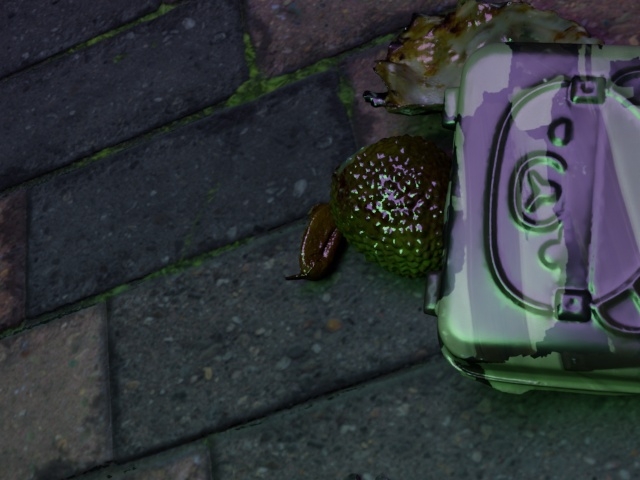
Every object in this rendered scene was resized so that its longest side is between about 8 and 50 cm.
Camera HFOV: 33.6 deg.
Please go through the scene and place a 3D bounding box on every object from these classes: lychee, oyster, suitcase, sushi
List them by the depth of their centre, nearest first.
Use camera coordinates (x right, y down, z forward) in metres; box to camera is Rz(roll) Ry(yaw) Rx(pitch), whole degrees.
[{"bbox_3d":[0.287,-0.016,1.045,0.339,0.194,0.352,3,77,15],"label":"suitcase"},{"bbox_3d":[0.095,-0.034,1.199,0.171,0.171,0.171,-12,54,18],"label":"lychee"},{"bbox_3d":[0.000,0.000,1.277,0.052,0.055,0.120,22,71,-14],"label":"sushi"},{"bbox_3d":[0.233,-0.208,1.285,0.360,0.096,0.221,8,58,29],"label":"oyster"}]

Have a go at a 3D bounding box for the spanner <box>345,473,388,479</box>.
[{"bbox_3d":[0.057,0.346,1.046,0.054,0.015,0.255,-18,53,14],"label":"spanner"}]
